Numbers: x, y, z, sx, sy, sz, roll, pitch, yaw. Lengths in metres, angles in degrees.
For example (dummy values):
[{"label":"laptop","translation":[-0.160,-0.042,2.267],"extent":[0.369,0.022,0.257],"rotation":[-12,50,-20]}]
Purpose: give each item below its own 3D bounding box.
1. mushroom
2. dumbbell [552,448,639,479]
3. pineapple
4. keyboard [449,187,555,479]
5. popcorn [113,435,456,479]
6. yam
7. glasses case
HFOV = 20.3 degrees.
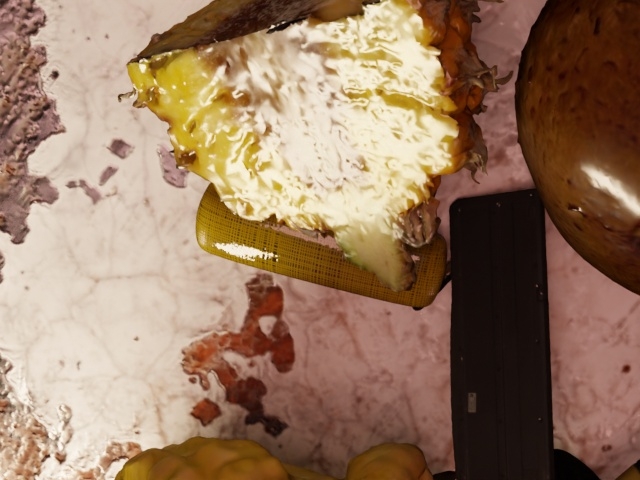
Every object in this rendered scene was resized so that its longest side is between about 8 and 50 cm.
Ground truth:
[{"label":"mushroom","translation":[0.344,-0.121,1.445],"extent":[0.334,0.331,0.356],"rotation":[37,79,30]},{"label":"dumbbell","translation":[0.293,0.203,1.578],"extent":[0.325,0.143,0.143],"rotation":[-41,92,15]},{"label":"pineapple","translation":[0.044,-0.121,1.561],"extent":[0.344,0.209,0.286],"rotation":[-9,122,39]},{"label":"keyboard","translation":[0.159,0.145,1.570],"extent":[0.103,0.041,0.381],"rotation":[-7,72,32]},{"label":"popcorn","translation":[-0.038,0.305,1.593],"extent":[0.382,0.349,0.349],"rotation":[-23,99,-25]},{"label":"yam","translation":[0.121,0.026,1.638],"extent":[0.014,0.014,0.107],"rotation":[43,105,-1]},{"label":"glasses case","translation":[0.000,0.000,1.629],"extent":[0.234,0.064,0.079],"rotation":[14,110,7]}]
